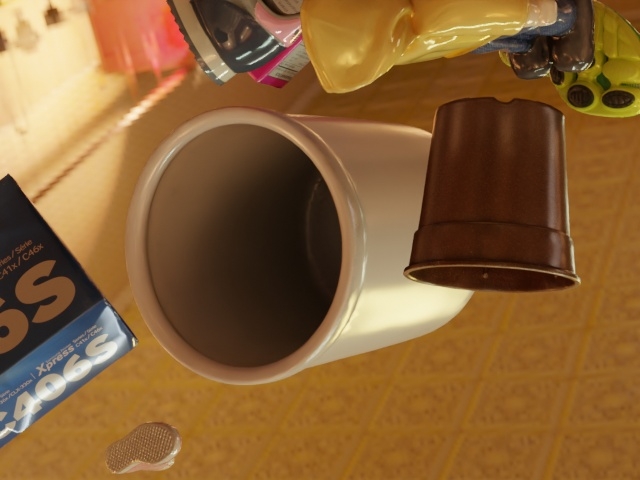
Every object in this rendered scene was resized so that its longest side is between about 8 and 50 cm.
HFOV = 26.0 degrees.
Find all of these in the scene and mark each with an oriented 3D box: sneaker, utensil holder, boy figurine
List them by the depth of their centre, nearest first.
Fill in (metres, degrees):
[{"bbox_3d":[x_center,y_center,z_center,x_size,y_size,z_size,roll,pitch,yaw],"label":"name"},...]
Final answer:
[{"bbox_3d":[0.107,-0.171,1.124,0.285,0.092,0.177,-11,-175,-43],"label":"boy figurine"},{"bbox_3d":[-0.116,-0.324,1.388,0.131,0.319,0.112,-23,-167,11],"label":"sneaker"},{"bbox_3d":[0.288,-0.201,1.448,0.123,0.110,0.295,6,-161,-17],"label":"sneaker"},{"bbox_3d":[-0.190,0.242,1.634,0.070,0.051,0.134,0,161,-43],"label":"sneaker"},{"bbox_3d":[0.000,0.000,1.764,0.327,0.328,0.385,3,-176,32],"label":"utensil holder"}]

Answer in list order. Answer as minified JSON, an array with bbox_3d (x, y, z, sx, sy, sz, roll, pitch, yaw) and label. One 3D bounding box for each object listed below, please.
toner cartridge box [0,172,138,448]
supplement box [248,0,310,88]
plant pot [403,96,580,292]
[{"bbox_3d":[-0.327,0.115,1.049,0.348,0.075,0.165,-38,-127,-9],"label":"toner cartridge box"},{"bbox_3d":[-0.017,-0.286,1.555,0.220,0.111,0.114,-43,173,10],"label":"supplement box"},{"bbox_3d":[0.167,-0.043,1.320,0.166,0.165,0.167,4,171,1],"label":"plant pot"}]
